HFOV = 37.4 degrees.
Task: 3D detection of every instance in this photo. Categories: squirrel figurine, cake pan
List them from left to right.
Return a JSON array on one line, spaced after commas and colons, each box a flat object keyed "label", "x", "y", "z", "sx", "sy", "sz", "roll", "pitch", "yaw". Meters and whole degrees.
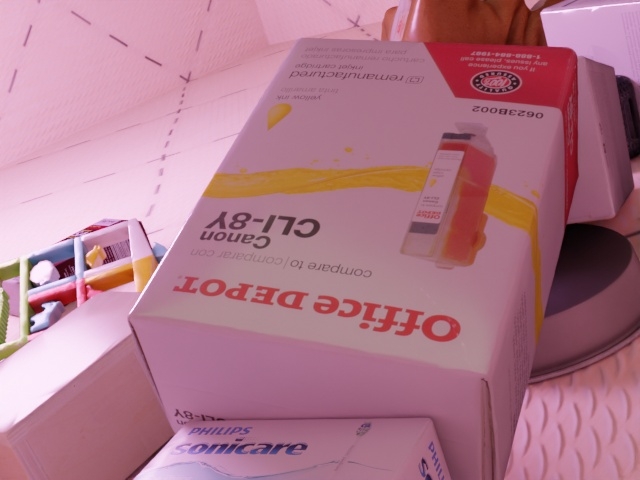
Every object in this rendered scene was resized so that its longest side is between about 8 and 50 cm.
[{"label": "squirrel figurine", "x": 0.313, "y": -0.308, "z": 1.655, "sx": 0.371, "sy": 0.281, "sz": 0.396, "roll": 11, "pitch": 60, "yaw": -9}, {"label": "cake pan", "x": 0.204, "y": 0.057, "z": 0.997, "sx": 0.293, "sy": 0.054, "sz": 0.293, "roll": -17, "pitch": 18, "yaw": 6}]

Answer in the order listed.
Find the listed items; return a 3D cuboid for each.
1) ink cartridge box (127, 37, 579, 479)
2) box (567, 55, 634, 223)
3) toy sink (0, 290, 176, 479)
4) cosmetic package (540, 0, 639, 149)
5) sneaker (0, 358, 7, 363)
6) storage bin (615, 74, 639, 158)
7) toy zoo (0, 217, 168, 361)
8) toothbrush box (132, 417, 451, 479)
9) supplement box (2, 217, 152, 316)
[{"label": "ink cartridge box", "x": 0.054, "y": -0.002, "z": 0.811, "sx": 0.279, "sy": 0.160, "sz": 0.384, "roll": 7, "pitch": 46, "yaw": 20}, {"label": "box", "x": 0.241, "y": -0.108, "z": 1.124, "sx": 0.215, "sy": 0.168, "sz": 0.345, "roll": -10, "pitch": 4, "yaw": 23}, {"label": "toy sink", "x": -0.243, "y": 0.170, "z": 0.977, "sx": 0.153, "sy": 0.131, "sz": 0.234, "roll": -1, "pitch": 30, "yaw": 42}, {"label": "cosmetic package", "x": 0.468, "y": -0.255, "z": 1.375, "sx": 0.138, "sy": 0.224, "sz": 0.225, "roll": -26, "pitch": 20, "yaw": -22}, {"label": "sneaker", "x": -0.367, "y": 0.181, "z": 1.163, "sx": 0.061, "sy": 0.064, "sz": 0.158, "roll": -31, "pitch": 22, "yaw": -33}, {"label": "storage bin", "x": 0.370, "y": -0.171, "z": 1.386, "sx": 0.084, "sy": 0.122, "sz": 0.180, "roll": -27, "pitch": 20, "yaw": -24}, {"label": "toy zoo", "x": -0.358, "y": 0.067, "z": 1.416, "sx": 0.293, "sy": 0.030, "sz": 0.192, "roll": -18, "pitch": 44, "yaw": 0}, {"label": "toothbrush box", "x": -0.058, "y": 0.242, "z": 0.593, "sx": 0.216, "sy": 0.126, "sz": 0.295, "roll": -8, "pitch": 22, "yaw": 30}, {"label": "supplement box", "x": -0.418, "y": 0.043, "z": 1.600, "sx": 0.239, "sy": 0.073, "sz": 0.130, "roll": -32, "pitch": 24, "yaw": -37}]
